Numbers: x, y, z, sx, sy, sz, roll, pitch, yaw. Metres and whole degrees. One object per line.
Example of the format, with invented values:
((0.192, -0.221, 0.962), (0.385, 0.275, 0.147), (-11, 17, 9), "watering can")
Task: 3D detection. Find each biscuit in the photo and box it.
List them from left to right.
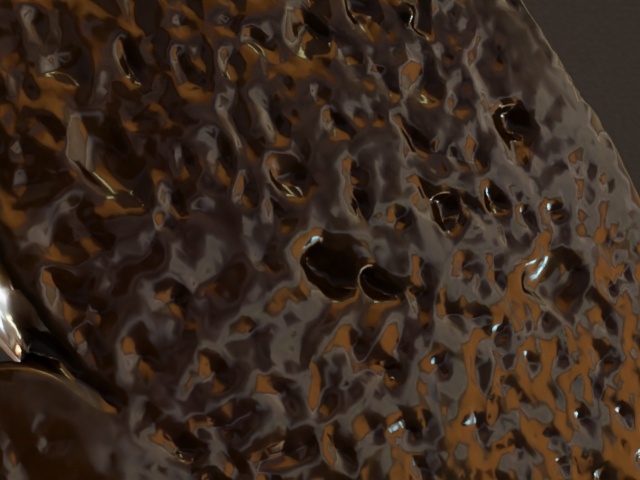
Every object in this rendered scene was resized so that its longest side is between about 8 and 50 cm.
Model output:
((-0.006, 0.003, 0.467), (0.070, 0.350, 0.394), (-24, -79, 49), "biscuit")
